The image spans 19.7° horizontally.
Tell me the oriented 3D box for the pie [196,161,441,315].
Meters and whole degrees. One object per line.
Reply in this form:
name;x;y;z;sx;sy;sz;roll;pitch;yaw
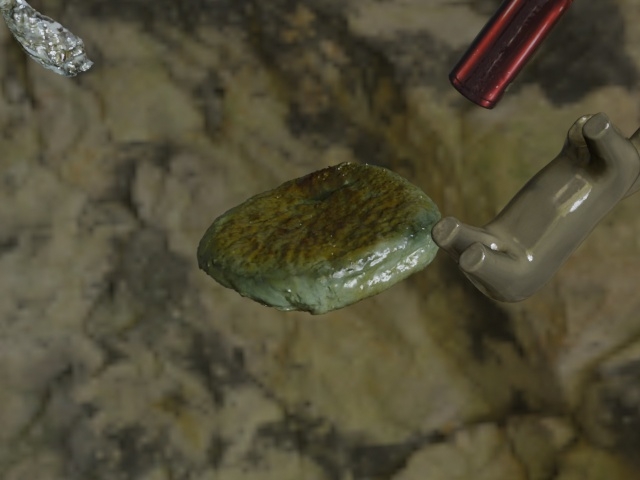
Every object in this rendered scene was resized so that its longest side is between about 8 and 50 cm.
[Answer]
pie;0.000;0.000;2.078;0.277;0.277;0.078;-125;-161;-60

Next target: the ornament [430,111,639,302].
ornament;0.210;-0.042;1.504;0.061;0.230;0.245;45;5;22

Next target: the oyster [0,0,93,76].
oyster;-0.269;-0.210;1.846;0.098;0.037;0.100;52;21;3

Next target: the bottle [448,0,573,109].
bottle;0.186;-0.202;1.719;0.164;0.060;0.060;-53;-145;23
